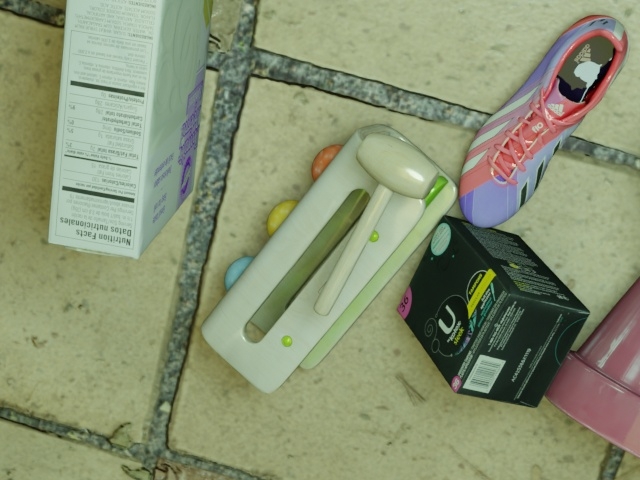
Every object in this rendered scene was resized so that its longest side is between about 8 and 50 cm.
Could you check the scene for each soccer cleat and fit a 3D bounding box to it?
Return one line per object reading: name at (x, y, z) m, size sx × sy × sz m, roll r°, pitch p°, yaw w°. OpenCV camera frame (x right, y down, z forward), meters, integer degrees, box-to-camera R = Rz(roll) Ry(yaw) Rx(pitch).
soccer cleat at (0.215, -0.116, 1.473) m, size 0.083 × 0.095 × 0.248 m, roll 36°, pitch 103°, yaw -1°

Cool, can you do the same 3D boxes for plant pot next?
plant pot at (0.351, 0.123, 1.496) m, size 0.201 × 0.201 × 0.180 m, roll 27°, pitch 94°, yaw 1°

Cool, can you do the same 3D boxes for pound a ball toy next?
pound a ball toy at (0.000, 0.000, 1.496) m, size 0.136 × 0.208 × 0.319 m, roll 42°, pitch 111°, yaw 11°

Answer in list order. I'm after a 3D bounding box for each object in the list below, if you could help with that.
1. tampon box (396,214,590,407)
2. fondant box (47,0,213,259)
tampon box at (0.168, 0.070, 1.501) m, size 0.101 × 0.161 × 0.120 m, roll 14°, pitch 112°, yaw -28°
fondant box at (-0.175, -0.177, 1.454) m, size 0.096 × 0.238 × 0.330 m, roll 11°, pitch 109°, yaw 5°
